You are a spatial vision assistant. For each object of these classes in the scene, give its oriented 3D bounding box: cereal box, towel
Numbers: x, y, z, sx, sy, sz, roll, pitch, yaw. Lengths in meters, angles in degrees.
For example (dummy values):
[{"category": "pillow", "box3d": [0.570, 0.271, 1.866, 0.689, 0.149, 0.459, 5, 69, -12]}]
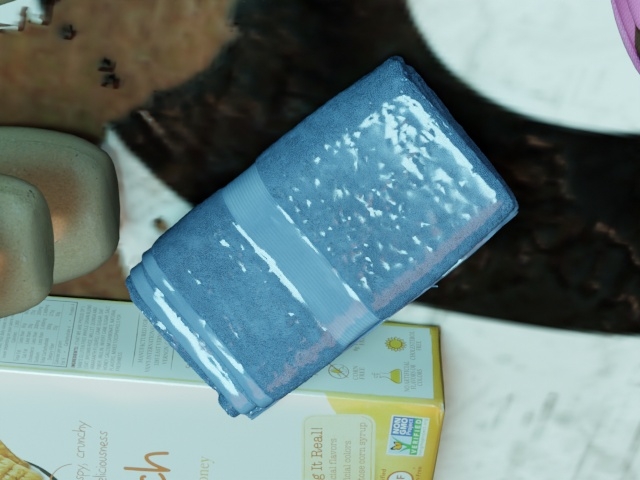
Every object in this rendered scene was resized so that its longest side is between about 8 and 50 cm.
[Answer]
[{"category": "cereal box", "box3d": [-0.084, 0.097, 0.711, 0.240, 0.047, 0.173, 4, 130, -2]}, {"category": "towel", "box3d": [0.000, 0.000, 0.617, 0.119, 0.029, 0.067, -38, 94, 18]}]

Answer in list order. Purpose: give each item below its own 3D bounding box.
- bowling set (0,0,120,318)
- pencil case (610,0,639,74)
[{"category": "bowling set", "box3d": [-0.154, -0.043, 0.496, 0.154, 0.200, 0.287, -3, 128, 5]}, {"category": "pencil case", "box3d": [0.184, -0.069, 0.525, 0.209, 0.098, 0.095, 4, 132, -1]}]
